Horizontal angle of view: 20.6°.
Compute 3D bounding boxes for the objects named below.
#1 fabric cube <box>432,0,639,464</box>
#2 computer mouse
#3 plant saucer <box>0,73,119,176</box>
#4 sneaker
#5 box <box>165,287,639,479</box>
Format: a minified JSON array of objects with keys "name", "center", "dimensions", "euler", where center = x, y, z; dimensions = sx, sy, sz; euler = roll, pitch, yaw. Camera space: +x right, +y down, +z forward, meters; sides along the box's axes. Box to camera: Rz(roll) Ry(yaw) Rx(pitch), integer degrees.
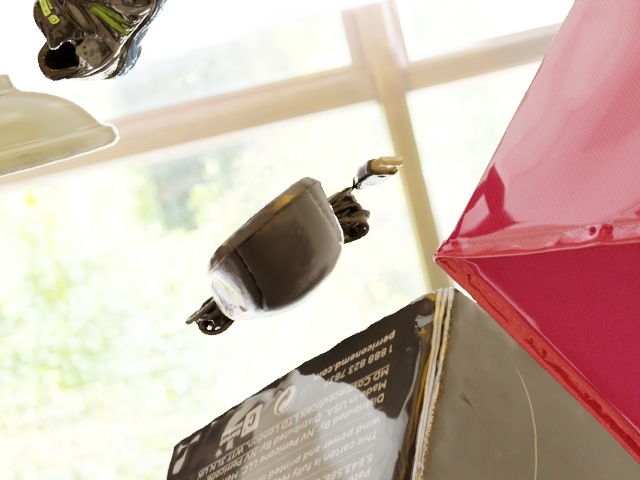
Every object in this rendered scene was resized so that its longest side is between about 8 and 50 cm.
[{"name":"fabric cube","center":[0.252,-0.025,0.685],"dimensions":[0.254,0.258,0.259],"euler":[44,-29,-27]},{"name":"computer mouse","center":[0.000,0.000,1.225],"dimensions":[0.060,0.184,0.262],"euler":[50,-15,5]},{"name":"plant saucer","center":[-0.412,-0.102,1.810],"dimensions":[0.400,0.400,0.101],"euler":[-133,-150,-82]},{"name":"sneaker","center":[-0.154,-0.164,1.198],"dimensions":[0.067,0.078,0.188],"euler":[61,-29,19]},{"name":"box","center":[0.118,0.378,1.102],"dimensions":[0.480,0.297,0.472],"euler":[37,41,-23]}]
